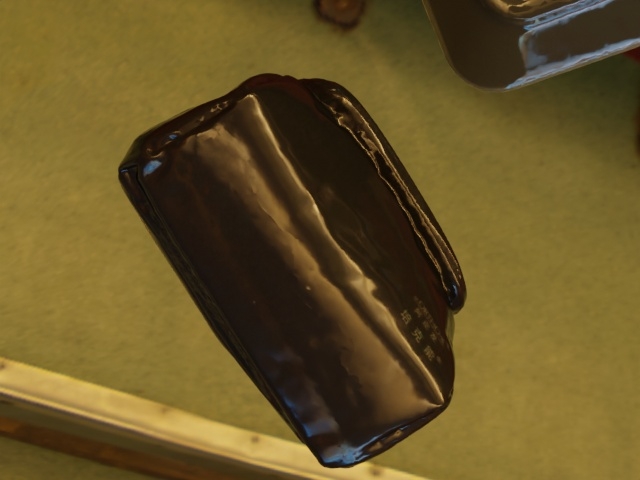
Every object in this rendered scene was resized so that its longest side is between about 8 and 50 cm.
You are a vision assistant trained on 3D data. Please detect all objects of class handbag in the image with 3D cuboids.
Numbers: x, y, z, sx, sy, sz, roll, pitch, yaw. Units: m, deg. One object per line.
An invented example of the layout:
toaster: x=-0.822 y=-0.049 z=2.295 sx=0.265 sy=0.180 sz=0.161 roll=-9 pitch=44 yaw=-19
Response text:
handbag: x=0.002 y=-0.001 z=1.099 sx=0.178 sy=0.275 sz=0.301 roll=-32 pitch=98 yaw=16

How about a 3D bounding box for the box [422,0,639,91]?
box: x=0.222 y=-0.338 z=1.087 sx=0.367 sy=0.373 sz=0.090 roll=66 pitch=26 yaw=-12
